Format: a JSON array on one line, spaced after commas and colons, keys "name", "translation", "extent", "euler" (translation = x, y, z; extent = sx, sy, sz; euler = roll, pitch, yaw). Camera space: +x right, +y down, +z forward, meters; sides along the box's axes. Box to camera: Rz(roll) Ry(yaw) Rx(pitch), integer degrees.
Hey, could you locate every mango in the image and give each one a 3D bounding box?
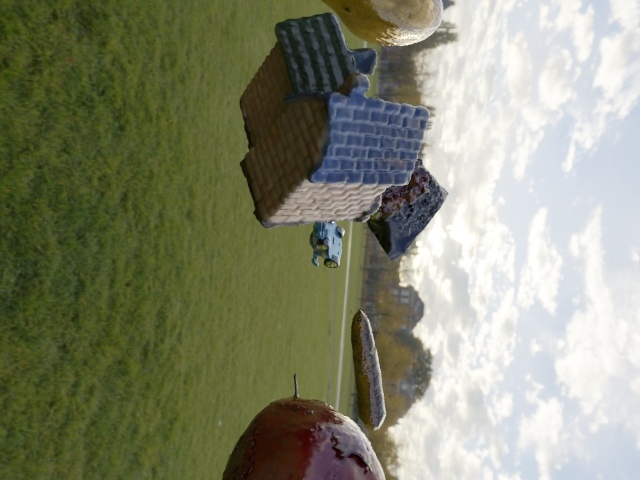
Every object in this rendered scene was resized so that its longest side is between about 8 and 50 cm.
[{"name": "mango", "translation": [0.105, -0.393, 0.780], "extent": [0.262, 0.157, 0.109], "euler": [-11, 112, -39]}]

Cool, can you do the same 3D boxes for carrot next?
[{"name": "carrot", "translation": [0.097, 0.282, 0.995], "extent": [0.066, 0.066, 0.314], "euler": [-74, 156, -62]}]

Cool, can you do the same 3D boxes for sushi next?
[{"name": "sushi", "translation": [0.150, -0.094, 0.928], "extent": [0.150, 0.172, 0.153], "euler": [45, 13, -33]}]

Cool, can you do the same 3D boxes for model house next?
[{"name": "model house", "translation": [0.014, -0.132, 0.490], "extent": [0.172, 0.166, 0.183], "euler": [-42, -118, 49]}]

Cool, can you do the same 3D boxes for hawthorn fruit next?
[{"name": "hawthorn fruit", "translation": [-0.027, 0.245, 0.474], "extent": [0.181, 0.181, 0.235], "euler": [87, -6, -51]}]

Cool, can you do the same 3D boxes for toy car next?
[{"name": "toy car", "translation": [0.000, 0.000, 1.326], "extent": [0.161, 0.098, 0.126], "euler": [50, 39, -50]}]
